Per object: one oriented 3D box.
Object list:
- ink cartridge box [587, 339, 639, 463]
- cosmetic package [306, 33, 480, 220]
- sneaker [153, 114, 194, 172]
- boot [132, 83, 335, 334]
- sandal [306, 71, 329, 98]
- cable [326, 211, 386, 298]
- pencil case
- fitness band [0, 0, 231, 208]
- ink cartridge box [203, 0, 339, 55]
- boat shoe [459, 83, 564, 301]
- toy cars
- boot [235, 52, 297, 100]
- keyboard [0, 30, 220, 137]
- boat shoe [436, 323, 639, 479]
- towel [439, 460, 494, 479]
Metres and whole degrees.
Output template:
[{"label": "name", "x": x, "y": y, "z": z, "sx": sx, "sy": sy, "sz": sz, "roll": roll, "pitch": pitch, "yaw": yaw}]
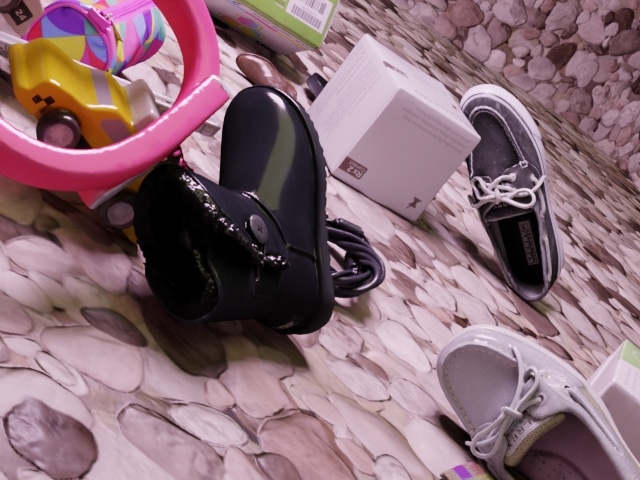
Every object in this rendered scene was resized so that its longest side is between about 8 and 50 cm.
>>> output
[{"label": "ink cartridge box", "x": 0.422, "y": 0.280, "z": 1.410, "sx": 0.353, "sy": 0.119, "sz": 0.207, "roll": 41, "pitch": 17, "yaw": 7}, {"label": "cosmetic package", "x": 0.094, "y": -0.155, "z": 1.789, "sx": 0.151, "sy": 0.151, "sz": 0.184, "roll": 28, "pitch": 20, "yaw": -28}, {"label": "sneaker", "x": -0.147, "y": -0.076, "z": 1.228, "sx": 0.170, "sy": 0.075, "sz": 0.063, "roll": 32, "pitch": 18, "yaw": -21}, {"label": "boot", "x": -0.075, "y": -0.041, "z": 1.117, "sx": 0.207, "sy": 0.094, "sz": 0.247, "roll": 20, "pitch": 56, "yaw": -61}, {"label": "sandal", "x": 0.084, "y": -0.193, "z": 2.033, "sx": 0.254, "sy": 0.054, "sz": 0.097, "roll": 31, "pitch": 19, "yaw": -24}, {"label": "cable", "x": 0.000, "y": 0.000, "z": 1.384, "sx": 0.150, "sy": 0.047, "sz": 0.184, "roll": 37, "pitch": 18, "yaw": -7}, {"label": "pencil case", "x": -0.230, "y": -0.213, "z": 1.371, "sx": 0.104, "sy": 0.104, "sz": 0.236, "roll": 37, "pitch": 16, "yaw": -6}, {"label": "fitness band", "x": -0.183, "y": -0.147, "z": 1.008, "sx": 0.209, "sy": 0.054, "sz": 0.291, "roll": 51, "pitch": 42, "yaw": -7}, {"label": "ink cartridge box", "x": -0.121, "y": -0.366, "z": 2.021, "sx": 0.188, "sy": 0.097, "sz": 0.255, "roll": 28, "pitch": -14, "yaw": -31}, {"label": "boat shoe", "x": 0.257, "y": -0.061, "z": 1.818, "sx": 0.105, "sy": 0.113, "sz": 0.306, "roll": -49, "pitch": 127, "yaw": -63}, {"label": "toy cars", "x": -0.227, "y": -0.184, "z": 1.100, "sx": 0.394, "sy": 0.087, "sz": 0.176, "roll": 60, "pitch": 4, "yaw": 2}, {"label": "boot", "x": -0.074, "y": -0.206, "z": 1.784, "sx": 0.106, "sy": 0.037, "sz": 0.114, "roll": 33, "pitch": 22, "yaw": -12}, {"label": "keyboard", "x": -0.217, "y": -0.149, "z": 1.237, "sx": 0.256, "sy": 0.014, "sz": 0.072, "roll": 21, "pitch": -12, "yaw": -9}, {"label": "boat shoe", "x": 0.225, "y": 0.206, "z": 1.206, "sx": 0.320, "sy": 0.118, "sz": 0.103, "roll": 51, "pitch": 14, "yaw": 15}, {"label": "towel", "x": 0.142, "y": 0.223, "z": 1.168, "sx": 0.060, "sy": 0.009, "sz": 0.083, "roll": 47, "pitch": 19, "yaw": 22}]
